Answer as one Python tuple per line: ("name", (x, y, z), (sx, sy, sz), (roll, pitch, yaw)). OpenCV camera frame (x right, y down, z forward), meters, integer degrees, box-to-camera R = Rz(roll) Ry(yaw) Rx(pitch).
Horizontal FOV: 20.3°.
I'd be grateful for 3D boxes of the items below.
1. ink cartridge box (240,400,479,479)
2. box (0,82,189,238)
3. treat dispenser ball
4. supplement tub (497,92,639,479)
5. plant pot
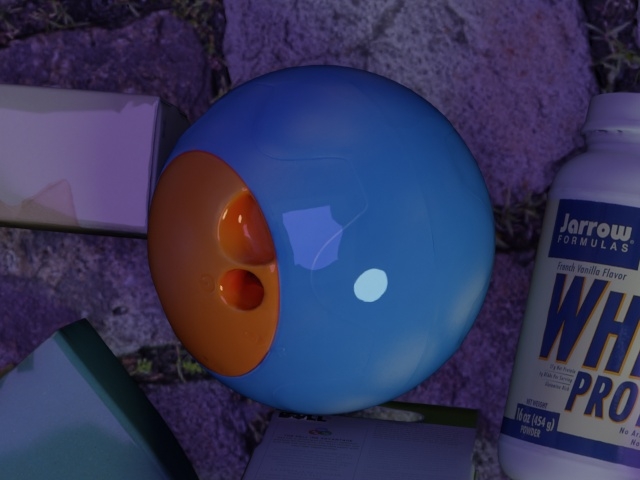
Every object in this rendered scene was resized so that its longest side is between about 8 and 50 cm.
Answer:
("ink cartridge box", (0.037, 0.219, 1.494), (0.189, 0.255, 0.097), (4, 107, 7))
("box", (-0.283, -0.074, 1.584), (0.311, 0.148, 0.121), (5, 87, 7))
("treat dispenser ball", (0.000, 0.000, 1.476), (0.288, 0.288, 0.288), (0, 86, 6))
("supplement tub", (0.287, 0.059, 1.469), (0.235, 0.235, 0.324), (11, 87, 7))
("plant pot", (-0.200, 0.212, 1.548), (0.165, 0.166, 0.234), (-42, 90, 2))
